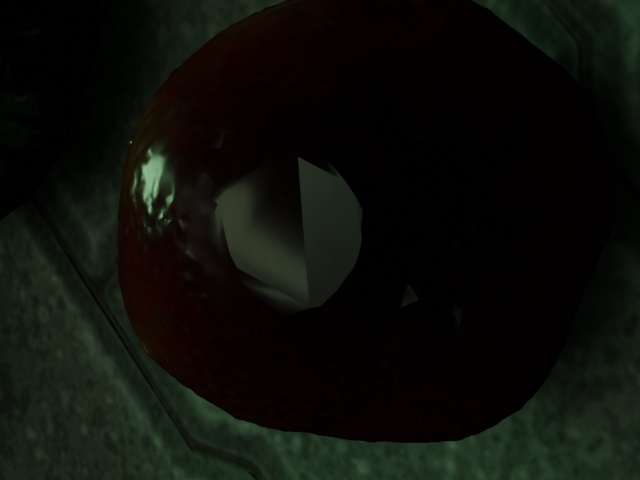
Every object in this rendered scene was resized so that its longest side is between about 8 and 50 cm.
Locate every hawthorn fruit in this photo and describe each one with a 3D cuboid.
[{"bbox_3d":[0.000,0.000,0.703,0.266,0.230,0.210,-25,69,59],"label":"hawthorn fruit"}]

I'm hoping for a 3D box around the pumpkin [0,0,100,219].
[{"bbox_3d":[-0.285,-0.140,0.860,0.315,0.238,0.315,2,95,18],"label":"pumpkin"}]
